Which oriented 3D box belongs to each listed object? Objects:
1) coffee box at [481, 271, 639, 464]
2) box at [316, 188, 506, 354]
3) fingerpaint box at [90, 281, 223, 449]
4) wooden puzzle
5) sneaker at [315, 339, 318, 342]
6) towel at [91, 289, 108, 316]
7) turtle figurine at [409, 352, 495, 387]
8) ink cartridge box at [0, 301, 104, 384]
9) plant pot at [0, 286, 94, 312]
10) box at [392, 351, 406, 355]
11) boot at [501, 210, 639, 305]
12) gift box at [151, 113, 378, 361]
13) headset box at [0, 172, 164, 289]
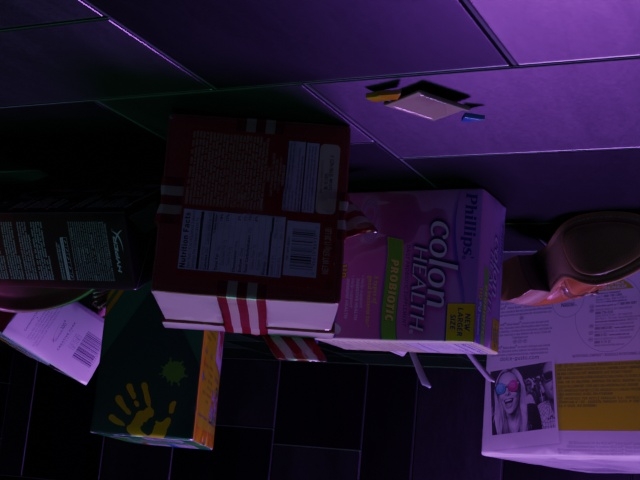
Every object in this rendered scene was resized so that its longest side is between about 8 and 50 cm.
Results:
[{"bbox_3d":[0.533,0.240,2.056,0.337,0.335,0.338,17,161,-40],"label":"coffee box"},{"bbox_3d":[0.126,0.046,1.613,0.242,0.214,0.117,0,167,25],"label":"box"},{"bbox_3d":[-0.251,0.148,1.881,0.163,0.371,0.445,5,169,-1],"label":"fingerpaint box"},{"bbox_3d":[0.112,-0.146,1.213,0.116,0.014,0.078,15,169,-38],"label":"wooden puzzle"},{"bbox_3d":[-0.024,0.142,2.096,0.148,0.131,0.350,16,-172,-16],"label":"sneaker"},{"bbox_3d":[-0.289,0.102,2.259,0.328,0.037,0.237,-10,173,-13],"label":"towel"},{"bbox_3d":[0.138,0.099,1.814,0.266,0.275,0.197,24,-146,35],"label":"turtle figurine"},{"bbox_3d":[-0.589,0.139,2.241,0.272,0.130,0.309,39,163,-30],"label":"ink cartridge box"},{"bbox_3d":[-0.466,0.010,1.855,0.237,0.110,0.237,-12,147,-8],"label":"plant pot"},{"bbox_3d":[0.021,0.092,1.973,0.232,0.058,0.322,39,-176,29],"label":"box"},{"bbox_3d":[0.420,0.034,1.714,0.283,0.109,0.220,-31,159,37],"label":"boot"},{"bbox_3d":[-0.064,0.005,1.421,0.276,0.255,0.258,9,166,-1],"label":"gift box"},{"bbox_3d":[-0.332,-0.018,1.568,0.293,0.110,0.218,0,-163,22],"label":"headset box"}]
